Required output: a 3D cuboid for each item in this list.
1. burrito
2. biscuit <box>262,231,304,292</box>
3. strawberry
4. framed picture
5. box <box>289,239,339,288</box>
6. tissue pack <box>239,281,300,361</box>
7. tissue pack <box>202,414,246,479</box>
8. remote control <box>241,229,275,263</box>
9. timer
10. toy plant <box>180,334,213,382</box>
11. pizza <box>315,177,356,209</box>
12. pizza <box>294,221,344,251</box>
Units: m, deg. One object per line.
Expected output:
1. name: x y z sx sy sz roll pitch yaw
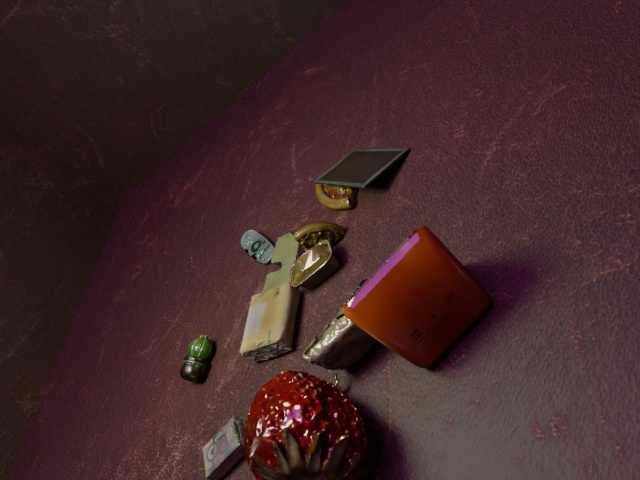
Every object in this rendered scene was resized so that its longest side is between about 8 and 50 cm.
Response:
1. burrito: 0.111 0.191 1.199 0.348 0.175 0.107 -48 59 6
2. biscuit: -0.123 0.079 1.690 0.147 0.046 0.250 -23 44 38
3. strawberry: -0.030 0.417 1.103 0.292 0.292 0.343 -41 21 17
4. framed picture: 0.134 -0.250 1.651 0.231 0.018 0.293 -41 29 -21
5. box: -0.024 0.078 1.521 0.177 0.111 0.111 -40 35 18
6. tissue pack: -0.158 0.256 1.526 0.186 0.090 0.222 -23 43 33
7. tissue pack: -0.269 0.593 1.376 0.148 0.060 0.109 -47 35 10
8. remote control: -0.244 0.026 1.888 0.097 0.045 0.256 -53 37 0
9. timer: 0.208 0.124 1.066 0.257 0.250 0.161 -48 34 7
10. toy plant: -0.435 0.415 1.714 0.092 0.093 0.162 -19 43 40
11. pizza: 0.052 -0.177 1.710 0.134 0.056 0.271 -44 34 12
12. pizza: 0.000 0.000 1.570 0.175 0.134 0.046 -14 43 -13
